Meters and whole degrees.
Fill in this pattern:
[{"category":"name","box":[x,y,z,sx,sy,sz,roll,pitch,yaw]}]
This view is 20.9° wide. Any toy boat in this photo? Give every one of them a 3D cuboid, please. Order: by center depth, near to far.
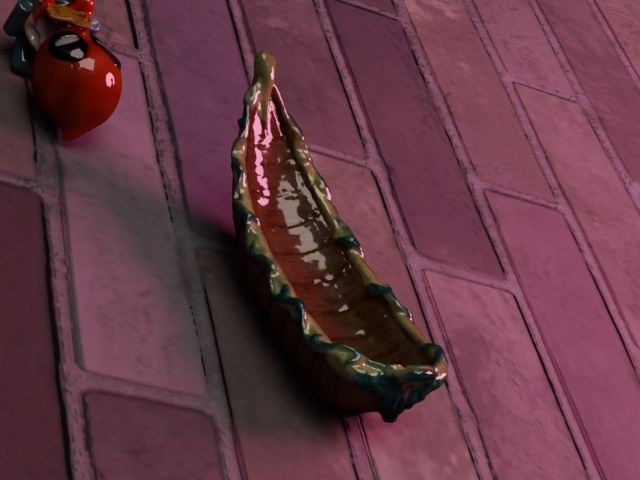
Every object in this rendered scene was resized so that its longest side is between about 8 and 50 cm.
[{"category":"toy boat","box":[-0.007,0.005,1.202,0.108,0.099,0.293,3,48,-39]}]

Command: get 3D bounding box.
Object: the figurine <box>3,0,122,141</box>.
[{"category":"figurine","box":[-0.187,-0.135,1.267,0.068,0.075,0.140,12,46,-32]}]
